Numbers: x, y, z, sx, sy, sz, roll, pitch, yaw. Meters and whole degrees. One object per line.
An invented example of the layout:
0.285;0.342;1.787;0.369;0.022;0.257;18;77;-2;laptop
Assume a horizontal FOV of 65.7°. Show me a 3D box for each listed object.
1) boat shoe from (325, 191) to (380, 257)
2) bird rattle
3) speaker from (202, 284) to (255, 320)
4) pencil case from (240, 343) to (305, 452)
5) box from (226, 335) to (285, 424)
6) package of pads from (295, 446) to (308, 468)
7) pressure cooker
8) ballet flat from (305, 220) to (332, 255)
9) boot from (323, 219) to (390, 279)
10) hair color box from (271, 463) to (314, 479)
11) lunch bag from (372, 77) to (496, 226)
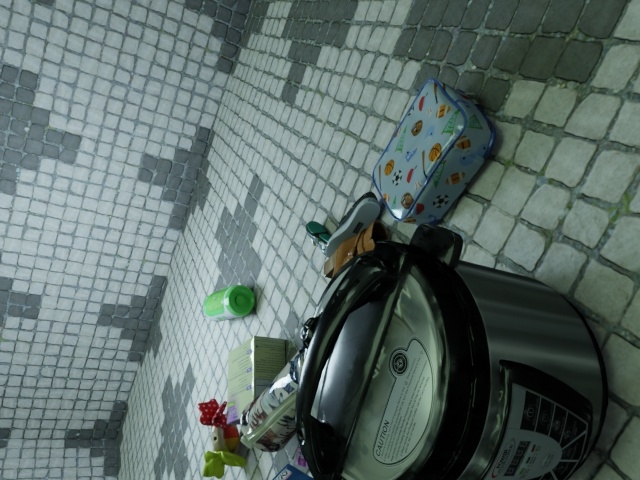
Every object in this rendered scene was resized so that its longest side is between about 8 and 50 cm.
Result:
0.086;-0.043;1.356;0.076;0.080;0.228;-86;22;-51;boat shoe
-0.340;0.672;1.698;0.143;0.207;0.253;-23;65;4;bird rattle
-0.370;0.253;1.980;0.296;0.131;0.131;-22;60;56;speaker
-0.073;0.421;1.330;0.160;0.183;0.410;50;127;18;pencil case
-0.211;0.462;1.624;0.213;0.117;0.243;-39;45;47;box
-0.035;0.592;1.349;0.083;0.032;0.050;-24;57;55;package of pads
0.161;0.206;0.763;0.375;0.420;0.369;-41;44;46;pressure cooker
0.000;0.000;1.500;0.070;0.070;0.188;-69;27;15;ballet flat
0.107;0.106;1.247;0.220;0.109;0.283;-43;36;40;boot
0.016;0.630;1.085;0.347;0.105;0.174;-12;112;58;hair color box
0.242;-0.197;1.103;0.303;0.115;0.243;-58;32;32;lunch bag
